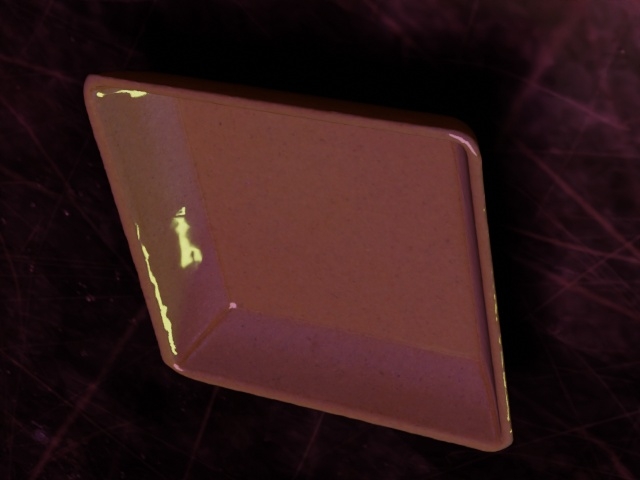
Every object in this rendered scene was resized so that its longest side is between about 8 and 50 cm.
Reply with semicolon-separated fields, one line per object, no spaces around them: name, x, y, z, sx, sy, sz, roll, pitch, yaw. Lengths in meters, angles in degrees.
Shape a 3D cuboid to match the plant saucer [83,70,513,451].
plant saucer;0.000;0.000;1.288;0.333;0.081;0.332;11;136;24
